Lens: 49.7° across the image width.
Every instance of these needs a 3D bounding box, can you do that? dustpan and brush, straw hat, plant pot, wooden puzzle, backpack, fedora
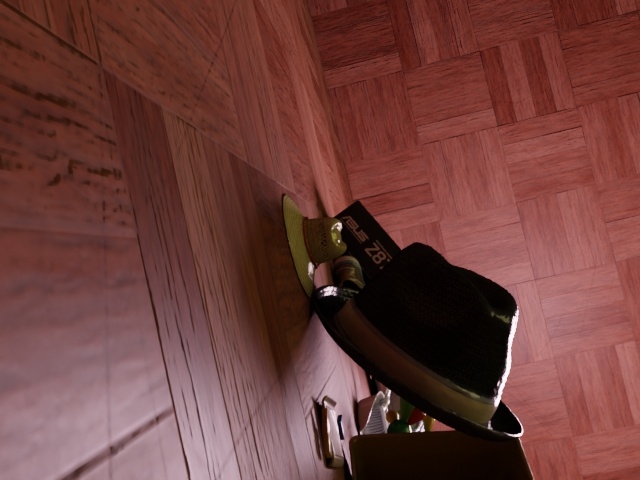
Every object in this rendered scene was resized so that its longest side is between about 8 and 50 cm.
[{"bbox_3d":[0.101,0.295,1.178,0.211,0.060,0.147,-93,169,-59],"label":"dustpan and brush"},{"bbox_3d":[0.000,0.000,0.867,0.144,0.061,0.144,-14,90,-84],"label":"straw hat"},{"bbox_3d":[0.148,0.373,0.828,0.212,0.212,0.187,-93,180,-60],"label":"plant pot"},{"bbox_3d":[0.011,0.208,0.750,0.116,0.014,0.078,66,16,-61],"label":"wooden puzzle"},{"bbox_3d":[0.180,0.363,1.545,0.152,0.115,0.182,27,47,-79],"label":"backpack"},{"bbox_3d":[0.149,0.101,0.884,0.152,0.334,0.334,-60,180,8],"label":"fedora"}]

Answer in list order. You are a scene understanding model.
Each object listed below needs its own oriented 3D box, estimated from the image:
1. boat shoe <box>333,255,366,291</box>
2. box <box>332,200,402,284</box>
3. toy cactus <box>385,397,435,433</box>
[{"bbox_3d":[0.066,0.115,1.290,0.066,0.066,0.183,-89,155,-51],"label":"boat shoe"},{"bbox_3d":[0.163,0.122,1.463,0.318,0.097,0.395,53,-4,23],"label":"box"},{"bbox_3d":[0.121,0.344,1.033,0.180,0.112,0.219,6,99,-62],"label":"toy cactus"}]
